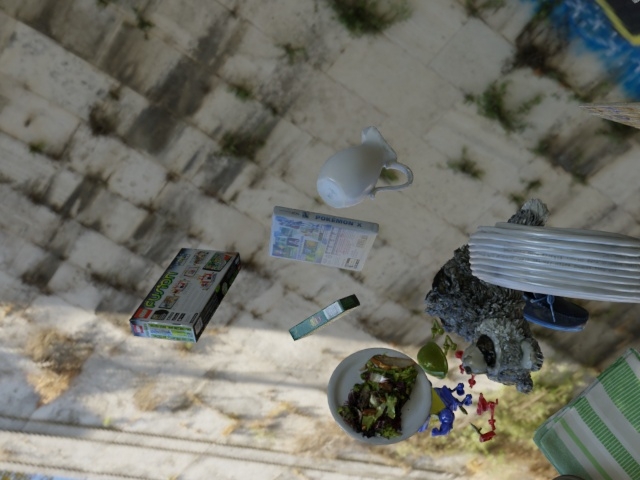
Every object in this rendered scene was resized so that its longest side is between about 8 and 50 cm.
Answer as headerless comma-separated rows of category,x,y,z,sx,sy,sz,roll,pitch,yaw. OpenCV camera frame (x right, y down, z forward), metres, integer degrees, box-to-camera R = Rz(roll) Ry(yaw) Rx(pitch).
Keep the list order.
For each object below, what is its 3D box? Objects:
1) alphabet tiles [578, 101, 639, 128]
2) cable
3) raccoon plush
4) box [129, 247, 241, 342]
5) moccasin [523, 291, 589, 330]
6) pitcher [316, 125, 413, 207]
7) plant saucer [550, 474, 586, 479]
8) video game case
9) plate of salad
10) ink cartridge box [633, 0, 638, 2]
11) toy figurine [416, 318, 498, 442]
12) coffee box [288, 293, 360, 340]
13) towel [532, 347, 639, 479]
alphabet tiles,0.684,-0.228,1.499,0.285,0.011,0.342,12,-173,-13
cable,0.323,0.029,1.033,0.257,0.257,0.089,6,-88,-41
raccoon plush,0.446,0.115,1.706,0.299,0.446,0.216,38,173,31
box,-0.221,0.087,1.295,0.114,0.036,0.207,4,-145,17
moccasin,0.624,0.165,2.261,0.341,0.117,0.138,17,-154,5
pitcher,0.105,-0.150,1.795,0.177,0.125,0.207,39,-125,11
plant saucer,0.552,0.636,1.625,0.041,0.278,0.278,-11,-121,-26
video game case,0.000,0.000,2.289,0.299,0.329,0.036,10,-112,-2
plate of salad,0.112,0.286,1.453,0.199,0.048,0.200,0,-126,0
ink cartridge box,0.788,-0.697,1.775,0.193,0.234,0.088,48,-157,-33
toy figurine,0.296,0.408,2.106,0.217,0.191,0.363,-15,-137,-18
coffee box,0.010,0.212,2.123,0.040,0.184,0.113,61,-155,9
towel,0.673,0.435,1.751,0.248,0.324,0.038,50,172,6
